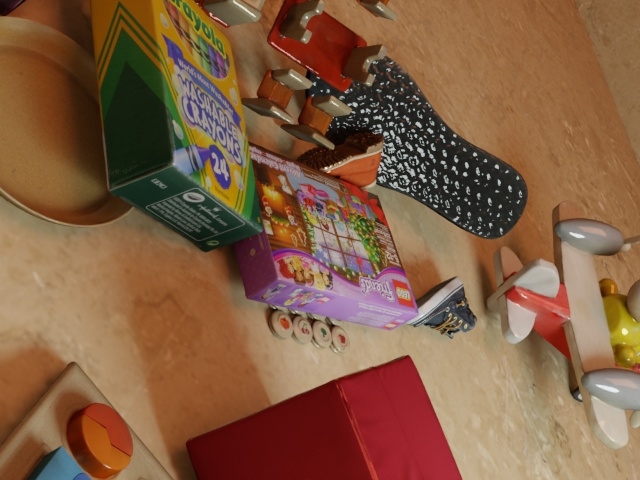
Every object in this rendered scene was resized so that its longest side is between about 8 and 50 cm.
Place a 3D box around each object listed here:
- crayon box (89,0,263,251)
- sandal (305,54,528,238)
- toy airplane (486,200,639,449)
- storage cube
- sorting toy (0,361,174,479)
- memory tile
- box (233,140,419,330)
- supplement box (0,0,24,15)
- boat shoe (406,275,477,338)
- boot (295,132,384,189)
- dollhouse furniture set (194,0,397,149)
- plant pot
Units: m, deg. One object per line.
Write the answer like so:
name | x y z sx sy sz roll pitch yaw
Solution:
crayon box | -0.165 -0.173 0.994 0.203 0.083 0.322 40 34 -61
sandal | 0.138 -0.146 1.404 0.446 0.167 0.107 36 1 -26
toy airplane | 0.480 0.124 1.547 0.384 0.272 0.386 -22 85 -57
storage cube | 0.018 0.242 0.876 0.184 0.215 0.193 -2 67 -62
sorting toy | -0.142 0.259 0.732 0.307 0.041 0.229 54 14 -12
memory tile | -0.017 0.082 1.129 0.148 0.012 0.113 21 50 -45
box | 0.000 0.000 1.152 0.293 0.057 0.200 18 48 -49
supplement box | -0.350 -0.344 0.916 0.188 0.081 0.104 49 35 -20
boat shoe | 0.187 0.114 1.338 0.183 0.065 0.083 -24 86 -58
boot | 0.027 -0.096 1.278 0.158 0.084 0.059 -19 38 -35
dollhouse furniture set | -0.040 -0.295 1.201 0.259 0.135 0.262 28 86 -36
plant pot | -0.277 -0.115 0.896 0.236 0.032 0.236 35 41 -37
